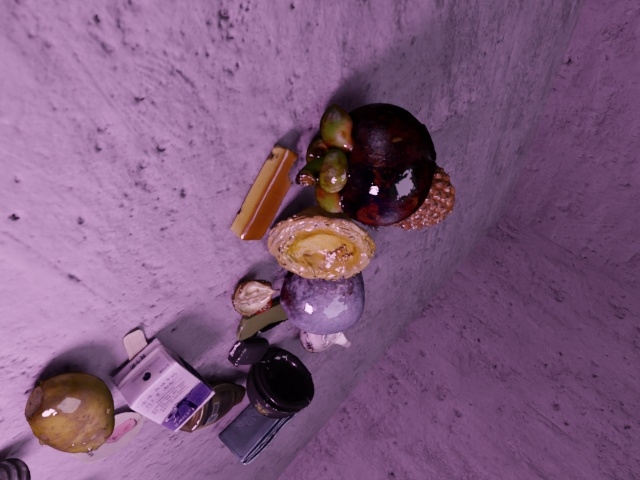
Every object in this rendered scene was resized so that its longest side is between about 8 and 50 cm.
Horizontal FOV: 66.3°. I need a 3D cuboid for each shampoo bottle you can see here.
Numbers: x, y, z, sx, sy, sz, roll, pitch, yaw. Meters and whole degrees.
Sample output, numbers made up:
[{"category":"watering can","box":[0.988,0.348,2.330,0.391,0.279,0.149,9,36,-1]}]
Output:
[{"category":"shampoo bottle","box":[-0.317,0.484,1.467,0.350,0.084,0.125,37,66,-75]}]

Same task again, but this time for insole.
[{"category":"insole","box":[-0.413,0.260,1.113,0.063,0.010,0.192,-35,151,-34]}]

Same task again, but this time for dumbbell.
[{"category":"dumbbell","box":[-0.634,0.443,0.870,0.110,0.110,0.254,-49,150,-8]}]

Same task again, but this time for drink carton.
[{"category":"drink carton","box":[-0.363,0.344,1.152,0.134,0.102,0.222,-42,147,-15]}]

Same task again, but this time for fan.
[{"category":"fan","box":[-0.465,0.454,1.236,0.310,0.010,0.182,-32,147,-23]}]

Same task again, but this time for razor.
[{"category":"razor","box":[-0.220,0.344,1.520,0.090,0.054,0.148,-59,156,5]}]

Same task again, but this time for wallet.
[{"category":"wallet","box":[-0.218,0.649,1.772,0.290,0.054,0.251,-43,-162,-22]}]

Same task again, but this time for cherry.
[{"category":"cherry","box":[0.016,0.161,1.487,0.296,0.218,0.254,-13,116,-39]}]

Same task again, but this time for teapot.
[{"category":"teapot","box":[0.028,0.335,1.839,0.208,0.166,0.300,-63,147,-6]}]

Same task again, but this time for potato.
[{"category":"potato","box":[-0.488,0.337,0.968,0.149,0.113,0.251,-33,142,-22]}]

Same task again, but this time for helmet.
[{"category":"helmet","box":[-0.154,0.498,1.637,0.160,0.230,0.279,-49,180,27]}]

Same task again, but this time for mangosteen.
[{"category":"mangosteen","box":[0.121,-0.175,1.151,0.311,0.311,0.311,-40,153,-25]}]

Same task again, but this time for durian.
[{"category":"durian","box":[-0.177,0.134,1.285,0.140,0.071,0.110,-14,132,-32]}]

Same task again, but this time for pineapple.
[{"category":"pineapple","box":[0.243,-0.124,1.553,0.358,0.223,0.222,-15,139,-29]}]

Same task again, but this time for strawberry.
[{"category":"strawberry","box":[-0.172,0.167,1.364,0.073,0.073,0.083,-53,-168,1]}]

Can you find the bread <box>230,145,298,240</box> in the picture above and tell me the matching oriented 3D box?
[{"category":"bread","box":[-0.118,-0.104,1.093,0.226,0.049,0.088,-59,155,13]}]

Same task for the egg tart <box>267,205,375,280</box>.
[{"category":"egg tart","box":[0.000,0.000,1.281,0.288,0.289,0.118,90,-1,-57]}]

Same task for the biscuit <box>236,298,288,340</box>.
[{"category":"biscuit","box":[-0.141,0.224,1.516,0.323,0.038,0.099,-18,136,-51]}]
